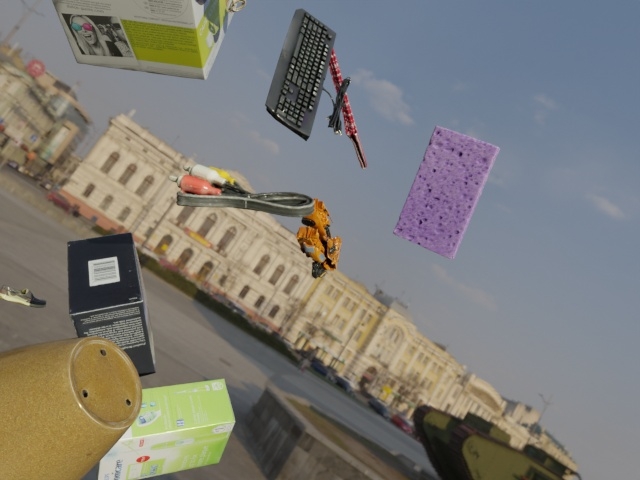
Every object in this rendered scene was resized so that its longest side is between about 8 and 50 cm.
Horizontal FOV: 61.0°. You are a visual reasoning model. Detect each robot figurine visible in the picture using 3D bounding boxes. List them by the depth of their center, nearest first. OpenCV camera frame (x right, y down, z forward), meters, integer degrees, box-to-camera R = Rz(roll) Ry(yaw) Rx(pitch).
[{"bbox_3d":[0.000,0.000,1.762,0.085,0.210,0.291,2,-27,19],"label":"robot figurine"}]

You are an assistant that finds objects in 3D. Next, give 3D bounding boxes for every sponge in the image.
[{"bbox_3d":[0.221,-0.085,0.961,0.117,0.209,0.031,24,9,19],"label":"sponge"}]

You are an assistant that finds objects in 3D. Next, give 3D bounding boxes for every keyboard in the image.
[{"bbox_3d":[-0.008,-0.358,1.213,0.202,0.316,0.033,30,-31,-31],"label":"keyboard"}]

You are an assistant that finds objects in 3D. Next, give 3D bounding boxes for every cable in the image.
[{"bbox_3d":[-0.157,-0.094,1.030,0.288,0.072,0.139,10,23,23],"label":"cable"}]

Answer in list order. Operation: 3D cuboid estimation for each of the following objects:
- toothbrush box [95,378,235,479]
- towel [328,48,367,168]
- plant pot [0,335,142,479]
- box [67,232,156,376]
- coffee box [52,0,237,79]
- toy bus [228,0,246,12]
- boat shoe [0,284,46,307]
[{"bbox_3d":[-0.364,0.440,1.252,0.284,0.206,0.122,1,43,-26],"label":"toothbrush box"},{"bbox_3d":[0.067,-0.345,1.428,0.199,0.031,0.274,53,22,-68],"label":"towel"},{"bbox_3d":[-0.359,0.225,0.673,0.237,0.255,0.237,57,13,-20],"label":"plant pot"},{"bbox_3d":[-0.574,0.186,1.502,0.296,0.183,0.293,-119,-153,-45],"label":"box"},{"bbox_3d":[-0.413,-0.643,1.306,0.339,0.337,0.334,9,-32,2],"label":"coffee box"},{"bbox_3d":[-0.154,-0.609,1.143,0.104,0.202,0.191,63,9,5],"label":"toy bus"},{"bbox_3d":[-0.936,0.177,1.718,0.056,0.049,0.152,15,-8,36],"label":"boat shoe"}]
